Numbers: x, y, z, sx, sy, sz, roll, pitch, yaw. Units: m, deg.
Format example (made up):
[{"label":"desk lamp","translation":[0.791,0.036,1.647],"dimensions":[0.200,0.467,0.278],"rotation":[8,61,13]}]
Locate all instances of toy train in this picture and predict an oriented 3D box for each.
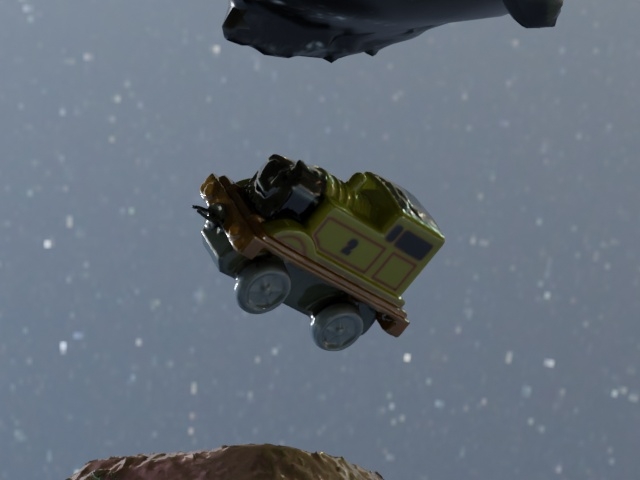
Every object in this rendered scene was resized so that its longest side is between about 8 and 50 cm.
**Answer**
[{"label":"toy train","translation":[0.000,0.000,1.204],"dimensions":[0.219,0.127,0.089],"rotation":[29,-163,-39]}]

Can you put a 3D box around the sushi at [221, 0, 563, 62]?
[{"label":"sushi","translation":[0.048,-0.171,0.456],"dimensions":[0.238,0.225,0.219],"rotation":[-17,-171,-25]}]

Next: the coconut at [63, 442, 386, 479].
[{"label":"coconut","translation":[-0.057,0.248,0.905],"dimensions":[0.233,0.233,0.245],"rotation":[5,-111,-3]}]
